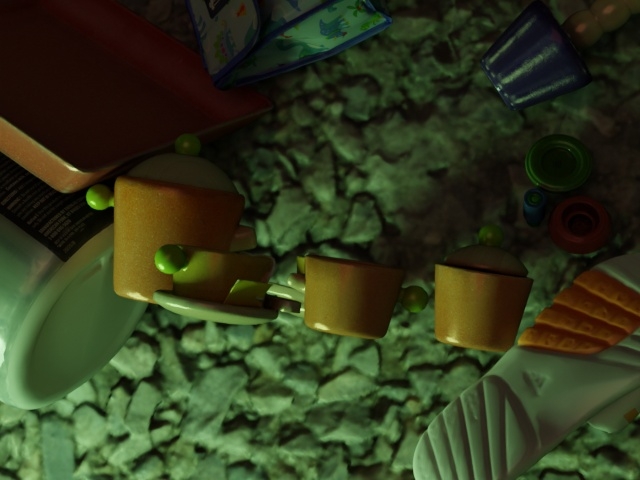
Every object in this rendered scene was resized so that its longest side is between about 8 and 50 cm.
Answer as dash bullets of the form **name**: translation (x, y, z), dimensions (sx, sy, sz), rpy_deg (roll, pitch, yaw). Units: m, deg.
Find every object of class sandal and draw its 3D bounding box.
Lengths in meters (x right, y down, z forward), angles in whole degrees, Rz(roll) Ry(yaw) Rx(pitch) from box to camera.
- **sandal**: translation (0.181, 0.110, 1.393), dimensions (0.265, 0.076, 0.102), rpy_deg (-37, 54, -7)

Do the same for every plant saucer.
- **plant saucer**: translation (-0.208, -0.128, 1.486), dimensions (0.258, 0.259, 0.048), rpy_deg (33, 119, 20)

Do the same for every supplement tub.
- **supplement tub**: translation (-0.295, -0.024, 1.498), dimensions (0.316, 0.193, 0.193), rpy_deg (34, 89, 20)

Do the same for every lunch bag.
- **lunch bag**: translation (-0.039, -0.206, 1.514), dimensions (0.151, 0.096, 0.129), rpy_deg (-26, 66, 16)

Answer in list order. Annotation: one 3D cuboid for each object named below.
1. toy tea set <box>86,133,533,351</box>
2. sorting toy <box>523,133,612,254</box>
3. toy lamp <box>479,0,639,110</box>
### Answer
- **toy tea set**: translation (0.000, 0.000, 1.380), dimensions (0.200, 0.336, 0.124), rpy_deg (10, 92, 55)
- **sorting toy**: translation (0.185, -0.028, 1.445), dimensions (0.061, 0.042, 0.102), rpy_deg (-14, 63, -3)
- **toy lamp**: translation (0.247, -0.193, 1.439), dimensions (0.274, 0.080, 0.080), rpy_deg (-33, 72, 5)
